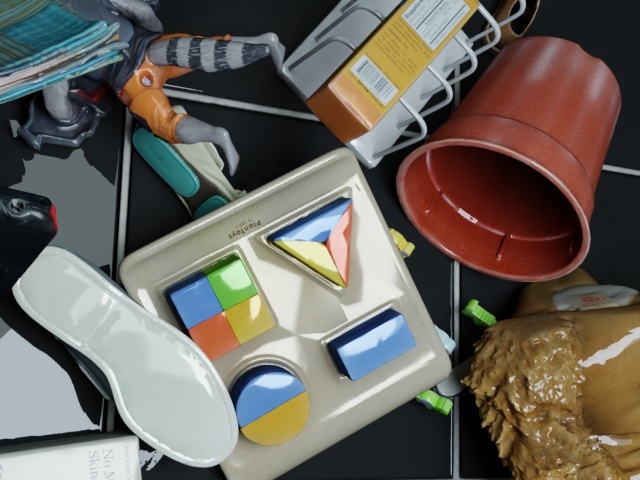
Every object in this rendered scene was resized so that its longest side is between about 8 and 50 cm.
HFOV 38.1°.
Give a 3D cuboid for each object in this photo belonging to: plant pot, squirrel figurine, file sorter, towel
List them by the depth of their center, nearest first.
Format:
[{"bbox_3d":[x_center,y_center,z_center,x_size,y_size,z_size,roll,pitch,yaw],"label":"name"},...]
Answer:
[{"bbox_3d":[-0.397,-0.201,0.919,0.271,0.370,0.040,-29,131,-28],"label":"towel"},{"bbox_3d":[0.118,-0.275,1.276,0.193,0.173,0.277,45,66,-14],"label":"file sorter"},{"bbox_3d":[0.369,0.266,1.285,0.397,0.281,0.370,-18,106,-38],"label":"squirrel figurine"},{"bbox_3d":[0.285,-0.128,1.305,0.272,0.272,0.265,42,58,-16],"label":"plant pot"}]

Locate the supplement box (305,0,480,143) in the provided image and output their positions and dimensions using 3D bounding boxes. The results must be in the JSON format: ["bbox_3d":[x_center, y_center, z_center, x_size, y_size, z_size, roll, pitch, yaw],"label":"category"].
[{"bbox_3d":[0.089,-0.225,1.115,0.080,0.078,0.233,47,68,-10],"label":"supplement box"}]

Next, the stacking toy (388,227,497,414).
[{"bbox_3d":[0.131,0.112,1.272,0.221,0.052,0.167,38,65,-7],"label":"stacking toy"}]

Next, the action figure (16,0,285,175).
[{"bbox_3d":[-0.208,-0.254,1.090,0.330,0.178,0.341,19,68,1],"label":"action figure"}]

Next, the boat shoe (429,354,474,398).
[{"bbox_3d":[0.211,0.196,1.329,0.125,0.038,0.046,-22,74,-28],"label":"boat shoe"}]

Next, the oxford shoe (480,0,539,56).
[{"bbox_3d":[0.323,-0.386,1.453,0.076,0.076,0.212,29,69,-19],"label":"oxford shoe"}]

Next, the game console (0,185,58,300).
[{"bbox_3d":[-0.463,-0.019,0.846,0.387,0.342,0.060,14,73,-25],"label":"game console"}]

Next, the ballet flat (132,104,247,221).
[{"bbox_3d":[-0.136,-0.064,1.173,0.086,0.086,0.248,-38,99,-26],"label":"ballet flat"}]

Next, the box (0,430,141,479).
[{"bbox_3d":[-0.337,0.280,1.005,0.275,0.094,0.113,-4,84,-27],"label":"box"}]

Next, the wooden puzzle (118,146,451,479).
[{"bbox_3d":[-0.026,0.105,1.128,0.322,0.080,0.347,-28,105,-12],"label":"wooden puzzle"}]

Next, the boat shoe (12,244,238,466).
[{"bbox_3d":[-0.218,0.129,1.069,0.319,0.099,0.116,45,81,-7],"label":"boat shoe"}]
